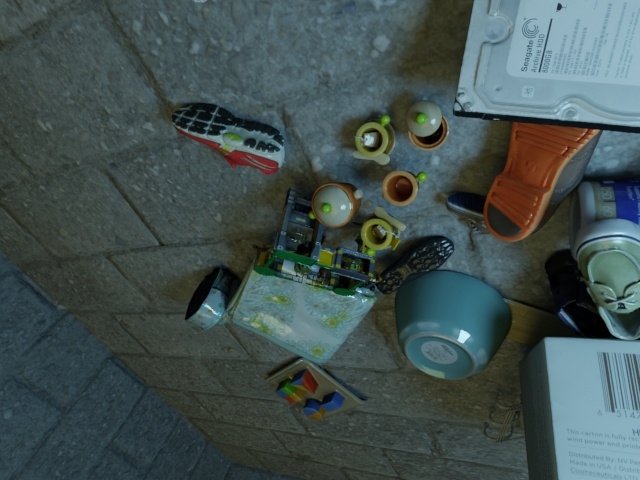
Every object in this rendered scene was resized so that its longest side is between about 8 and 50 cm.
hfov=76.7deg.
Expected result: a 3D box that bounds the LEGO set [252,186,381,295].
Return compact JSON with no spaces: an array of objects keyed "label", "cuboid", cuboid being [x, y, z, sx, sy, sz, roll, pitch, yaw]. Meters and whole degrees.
[{"label":"LEGO set","cuboid":[0.000,0.000,1.026,0.332,0.191,0.255,13,156,-6]}]

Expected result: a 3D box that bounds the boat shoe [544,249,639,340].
[{"label":"boat shoe","cuboid":[0.629,0.179,0.884,0.341,0.158,0.127,34,136,-8]}]

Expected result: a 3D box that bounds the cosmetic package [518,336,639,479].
[{"label":"cosmetic package","cuboid":[0.633,0.405,0.859,0.330,0.326,0.393,-2,156,19]}]

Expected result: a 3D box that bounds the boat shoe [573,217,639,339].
[{"label":"boat shoe","cuboid":[0.505,0.073,0.674,0.109,0.094,0.302,-13,140,40]}]

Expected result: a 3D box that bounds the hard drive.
[{"label":"hard drive","cuboid":[0.377,-0.277,0.555,0.340,0.064,0.236,12,101,16]}]

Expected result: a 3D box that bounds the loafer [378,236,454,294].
[{"label":"loafer","cuboid":[0.234,0.058,1.017,0.223,0.078,0.076,-38,87,27]}]

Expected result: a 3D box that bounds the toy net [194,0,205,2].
[{"label":"toy net","cuboid":[-0.226,-0.531,0.690,0.122,0.045,0.232,25,137,0]}]

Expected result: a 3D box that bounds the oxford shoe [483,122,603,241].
[{"label":"oxford shoe","cuboid":[0.411,-0.170,0.706,0.130,0.133,0.363,46,133,37]}]

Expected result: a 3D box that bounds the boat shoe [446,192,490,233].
[{"label":"boat shoe","cuboid":[0.353,-0.047,0.865,0.184,0.066,0.066,18,137,9]}]

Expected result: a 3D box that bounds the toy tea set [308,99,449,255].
[{"label":"toy tea set","cuboid":[0.112,-0.127,0.804,0.200,0.124,0.335,32,116,14]}]

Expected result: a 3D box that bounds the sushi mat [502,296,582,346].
[{"label":"sushi mat","cuboid":[0.580,0.237,1.063,0.317,0.019,0.151,18,135,8]}]

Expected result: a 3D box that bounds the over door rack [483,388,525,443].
[{"label":"over door rack","cuboid":[0.683,0.529,1.243,0.325,0.108,0.239,-2,132,7]}]

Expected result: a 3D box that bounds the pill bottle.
[{"label":"pill bottle","cuboid":[0.596,-0.032,0.705,0.265,0.153,0.153,1,131,24]}]

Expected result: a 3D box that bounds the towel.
[{"label":"towel","cuboid":[-0.070,0.200,1.222,0.375,0.090,0.320,26,126,-8]}]

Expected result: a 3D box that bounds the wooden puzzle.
[{"label":"wooden puzzle","cuboid":[-0.033,0.641,1.682,0.348,0.080,0.322,36,135,-10]}]

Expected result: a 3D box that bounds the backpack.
[{"label":"backpack","cuboid":[-0.355,0.206,1.341,0.144,0.188,0.166,43,133,-17]}]

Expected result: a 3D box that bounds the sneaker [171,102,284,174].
[{"label":"sneaker","cuboid":[-0.219,-0.224,0.940,0.279,0.107,0.118,23,146,6]}]

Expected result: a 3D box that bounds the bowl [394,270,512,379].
[{"label":"bowl","cuboid":[0.328,0.248,1.067,0.312,0.163,0.311,16,134,17]}]
